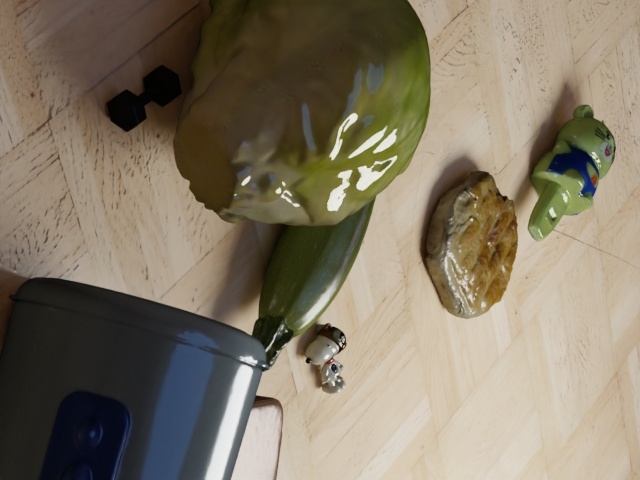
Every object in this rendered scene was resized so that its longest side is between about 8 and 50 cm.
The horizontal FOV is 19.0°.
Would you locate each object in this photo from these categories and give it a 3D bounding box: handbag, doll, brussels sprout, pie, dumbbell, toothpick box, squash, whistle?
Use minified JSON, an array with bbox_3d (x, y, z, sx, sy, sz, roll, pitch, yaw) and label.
[{"bbox_3d":[-0.110,0.256,2.023,0.151,0.072,0.193,8,93,-57],"label":"handbag"},{"bbox_3d":[0.013,0.136,2.211,0.058,0.040,0.085,-52,135,-18],"label":"doll"},{"bbox_3d":[-0.017,-0.153,1.924,0.316,0.242,0.274,-12,132,-59],"label":"brussels sprout"},{"bbox_3d":[0.199,0.002,2.459,0.195,0.046,0.195,-22,117,-52],"label":"pie"},{"bbox_3d":[-0.171,-0.138,1.858,0.036,0.040,0.083,55,44,-6],"label":"dumbbell"},{"bbox_3d":[-0.205,0.228,1.709,0.263,0.263,0.355,25,78,-56],"label":"toothpick box"},{"bbox_3d":[0.000,0.000,2.114,0.094,0.094,0.341,48,55,-51],"label":"squash"},{"bbox_3d":[0.342,-0.089,2.619,0.227,0.085,0.105,-56,131,-33],"label":"whistle"}]
